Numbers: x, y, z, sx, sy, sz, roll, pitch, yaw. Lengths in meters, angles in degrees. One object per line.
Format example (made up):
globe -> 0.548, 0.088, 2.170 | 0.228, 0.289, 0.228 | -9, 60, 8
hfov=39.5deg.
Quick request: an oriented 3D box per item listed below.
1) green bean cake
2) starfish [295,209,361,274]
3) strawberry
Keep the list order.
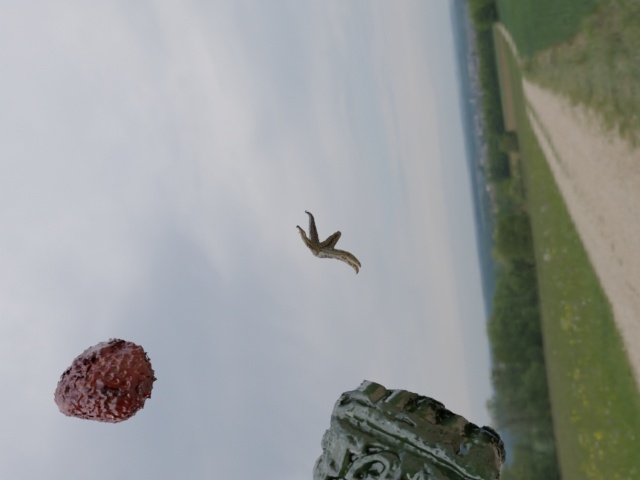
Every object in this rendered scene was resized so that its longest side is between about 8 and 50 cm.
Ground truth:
green bean cake -> 0.108, 0.340, 1.217 | 0.132, 0.241, 0.255 | -3, -66, -67
starfish -> -0.004, 0.003, 1.449 | 0.130, 0.041, 0.133 | 18, -155, -44
strawberry -> -0.207, 0.139, 0.859 | 0.083, 0.096, 0.083 | 53, 159, 31
